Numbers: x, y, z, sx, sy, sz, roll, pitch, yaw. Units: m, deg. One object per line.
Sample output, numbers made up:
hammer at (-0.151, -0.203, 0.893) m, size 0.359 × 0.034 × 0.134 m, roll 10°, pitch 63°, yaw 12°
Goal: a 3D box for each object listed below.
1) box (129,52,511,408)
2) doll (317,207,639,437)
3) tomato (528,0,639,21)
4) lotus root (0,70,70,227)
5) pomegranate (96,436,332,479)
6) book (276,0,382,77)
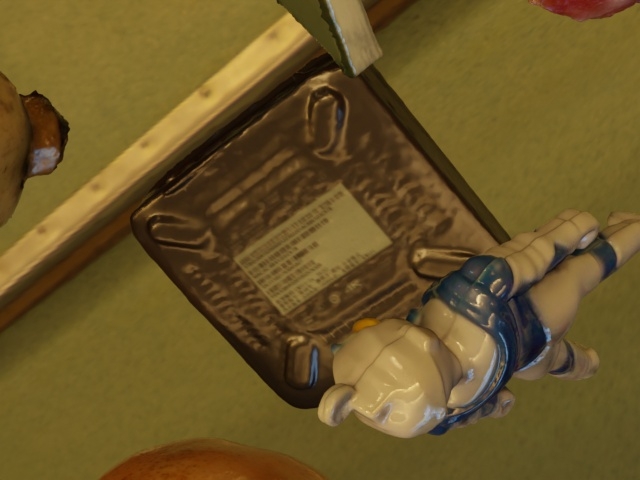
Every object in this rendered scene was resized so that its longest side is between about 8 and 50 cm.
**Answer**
box at (0.000, 0.000, 1.291) m, size 0.290 × 0.073 × 0.289 m, roll -34°, pitch 104°, yaw 23°
doll at (0.074, 0.038, 0.596) m, size 0.057 × 0.227 × 0.114 m, roll 37°, pitch 119°, yaw 26°
tomato at (0.360, -0.451, 1.806) m, size 0.335 × 0.289 × 0.176 m, roll 46°, pitch 143°, yaw -13°
lotus root at (-0.300, -0.050, 0.871) m, size 0.160 × 0.284 × 0.146 m, roll -52°, pitch 55°, yaw 53°
pomegranate at (-0.121, 0.416, 1.395) m, size 0.417 × 0.416 × 0.416 m, roll 6°, pitch 110°, yaw 19°
book at (-0.101, -0.281, 0.821) m, size 0.043 × 0.260 × 0.371 m, roll -36°, pitch 53°, yaw -6°
